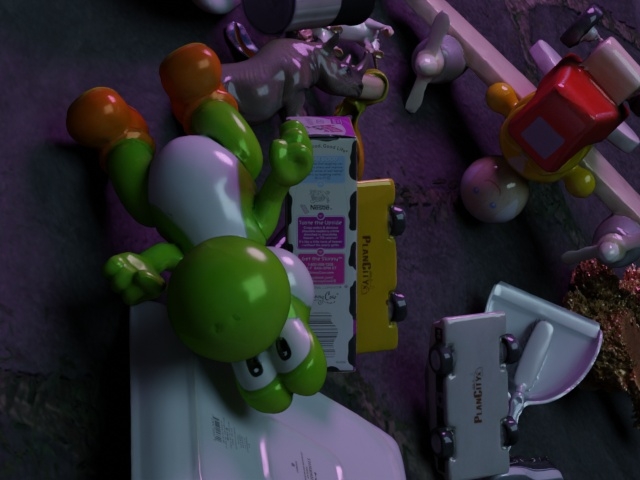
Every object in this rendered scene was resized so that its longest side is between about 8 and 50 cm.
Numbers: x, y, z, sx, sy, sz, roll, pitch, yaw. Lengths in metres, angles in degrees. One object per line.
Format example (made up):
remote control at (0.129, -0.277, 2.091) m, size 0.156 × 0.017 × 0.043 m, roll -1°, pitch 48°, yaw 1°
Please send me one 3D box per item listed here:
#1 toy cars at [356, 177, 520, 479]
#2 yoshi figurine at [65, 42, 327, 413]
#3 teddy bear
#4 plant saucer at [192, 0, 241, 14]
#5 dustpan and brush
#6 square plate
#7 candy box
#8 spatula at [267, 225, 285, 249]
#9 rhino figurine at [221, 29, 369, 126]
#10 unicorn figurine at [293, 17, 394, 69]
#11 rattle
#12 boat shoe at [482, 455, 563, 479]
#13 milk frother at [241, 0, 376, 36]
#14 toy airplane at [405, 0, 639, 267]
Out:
toy cars at (0.094, 0.097, 2.050) m, size 0.176 × 0.087 × 0.393 m, roll -47°, pitch 113°, yaw -14°
yoshi figurine at (-0.104, -0.017, 1.712) m, size 0.203 × 0.203 × 0.362 m, roll -3°, pitch 54°, yaw -39°
teddy bear at (0.391, 0.132, 2.425) m, size 0.245 × 0.113 × 0.338 m, roll 64°, pitch 27°, yaw -13°
plant saucer at (-0.138, -0.444, 1.999) m, size 0.400 × 0.100 × 0.400 m, roll 4°, pitch 90°, yaw -77°
dustpan and brush at (0.240, 0.165, 2.211) m, size 0.147 × 0.060 × 0.211 m, roll 23°, pitch 79°, yaw -2°
square plate at (-0.027, 0.227, 1.717) m, size 0.344 × 0.049 × 0.347 m, roll 33°, pitch 27°, yaw -27°
candy box at (0.000, 0.000, 1.860) m, size 0.159 × 0.071 × 0.233 m, roll -98°, pitch -173°, yaw -79°
spatula at (-0.075, 0.060, 1.909) m, size 0.084 × 0.030 × 0.296 m, roll 53°, pitch 36°, yaw -15°
rhino figurine at (-0.043, -0.158, 1.990) m, size 0.243 × 0.073 × 0.106 m, roll -26°, pitch 93°, yaw -27°
unicorn figurine at (0.037, -0.242, 2.199) m, size 0.162 × 0.060 × 0.111 m, roll 23°, pitch 10°, yaw -28°
rattle at (-0.032, -0.156, 2.104) m, size 0.200 × 0.142 × 0.130 m, roll 8°, pitch 29°, yaw -34°
boat shoe at (0.228, 0.270, 2.163) m, size 0.142 × 0.049 × 0.040 m, roll 11°, pitch 42°, yaw -51°
milk frother at (-0.038, -0.273, 2.075) m, size 0.135 × 0.143 × 0.129 m, roll -13°, pitch 66°, yaw -45°
toy airplane at (0.279, -0.132, 2.337) m, size 0.384 × 0.272 × 0.386 m, roll 43°, pitch 2°, yaw -43°
